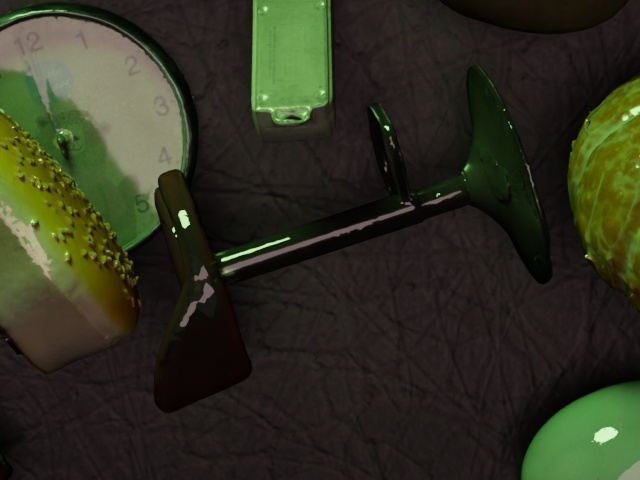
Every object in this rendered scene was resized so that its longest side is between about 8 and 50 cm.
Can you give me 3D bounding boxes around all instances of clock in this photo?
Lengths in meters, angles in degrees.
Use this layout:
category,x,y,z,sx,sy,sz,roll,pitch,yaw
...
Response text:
category,x,y,z,sx,sy,sz,roll,pitch,yaw
clock,-0.263,-0.103,1.731,0.281,0.055,0.280,0,99,0

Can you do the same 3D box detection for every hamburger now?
category,x,y,z,sx,sy,sz,roll,pitch,yaw
hamburger,-0.288,-0.015,1.601,0.151,0.227,0.295,-35,99,-8

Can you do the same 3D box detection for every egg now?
category,x,y,z,sx,sy,sz,roll,pitch,yaw
egg,0.317,0.228,1.727,0.231,0.168,0.168,-14,99,7

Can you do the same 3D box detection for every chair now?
category,x,y,z,sx,sy,sz,roll,pitch,yaw
chair,0.000,0.000,1.645,0.401,0.226,0.226,-20,98,-3

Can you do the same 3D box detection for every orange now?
category,x,y,z,sx,sy,sz,roll,pitch,yaw
orange,0.393,-0.039,1.608,0.329,0.329,0.249,23,114,-4

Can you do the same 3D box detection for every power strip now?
category,x,y,z,sx,sy,sz,roll,pitch,yaw
power strip,-0.025,-0.197,1.637,0.078,0.272,0.052,-5,141,5

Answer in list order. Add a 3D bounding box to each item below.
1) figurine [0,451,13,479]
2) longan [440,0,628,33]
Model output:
category,x,y,z,sx,sy,sz,roll,pitch,yaw
figurine,-0.479,0.135,1.699,0.206,0.218,0.365,-31,102,-23
longan,0.197,-0.318,1.617,0.246,0.215,0.246,-2,127,-2
